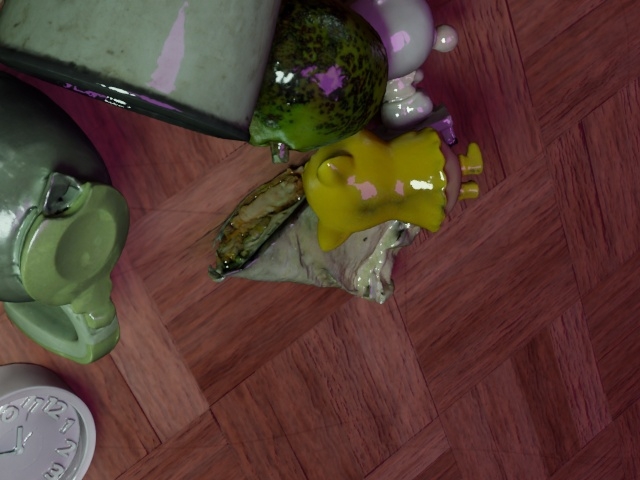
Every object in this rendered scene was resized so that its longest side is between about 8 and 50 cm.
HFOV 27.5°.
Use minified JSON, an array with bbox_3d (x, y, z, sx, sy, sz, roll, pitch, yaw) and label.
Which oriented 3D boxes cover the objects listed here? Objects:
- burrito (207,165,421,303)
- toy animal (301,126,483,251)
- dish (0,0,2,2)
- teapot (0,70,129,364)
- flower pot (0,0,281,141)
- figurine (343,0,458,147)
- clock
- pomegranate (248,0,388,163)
[{"bbox_3d":[0.002,-0.013,1.783,0.348,0.107,0.175,9,91,-43],"label":"burrito"},{"bbox_3d":[0.095,-0.072,1.665,0.230,0.156,0.156,-11,120,-14],"label":"toy animal"},{"bbox_3d":[-0.427,-0.258,1.338,0.234,0.064,0.154,-46,133,-8],"label":"dish"},{"bbox_3d":[-0.334,0.001,1.413,0.239,0.239,0.321,-15,128,-49],"label":"teapot"},{"bbox_3d":[-0.162,-0.297,1.382,0.293,0.293,0.330,18,93,-42],"label":"flower pot"},{"bbox_3d":[0.085,-0.229,1.720,0.144,0.182,0.256,-70,145,-51],"label":"figurine"},{"bbox_3d":[-0.383,0.255,1.638,0.197,0.068,0.197,-18,122,-31],"label":"clock"},{"bbox_3d":[-0.039,-0.241,1.595,0.222,0.276,0.204,9,145,-43],"label":"pomegranate"}]
